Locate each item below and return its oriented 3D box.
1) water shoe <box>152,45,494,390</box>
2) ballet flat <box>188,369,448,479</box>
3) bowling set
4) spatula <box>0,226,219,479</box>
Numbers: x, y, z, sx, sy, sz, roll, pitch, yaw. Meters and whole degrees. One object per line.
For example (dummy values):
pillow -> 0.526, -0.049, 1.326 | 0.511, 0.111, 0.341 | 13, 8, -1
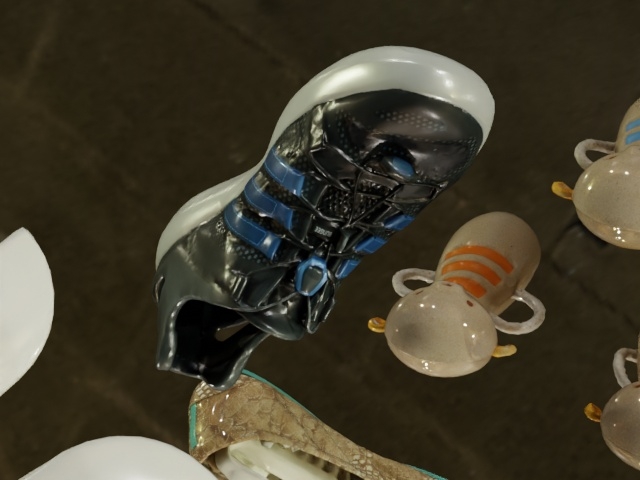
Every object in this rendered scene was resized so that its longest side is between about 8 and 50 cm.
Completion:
water shoe -> 0.000, 0.000, 0.686 | 0.203, 0.073, 0.080 | -39, 39, 49
ballet flat -> 0.014, 0.146, 0.953 | 0.206, 0.067, 0.073 | 28, 133, -8
bowling set -> 0.168, -0.004, 0.721 | 0.287, 0.154, 0.200 | 14, 118, 17
spatula -> -0.153, 0.068, 0.365 | 0.168, 0.242, 0.019 | 55, 160, -1
